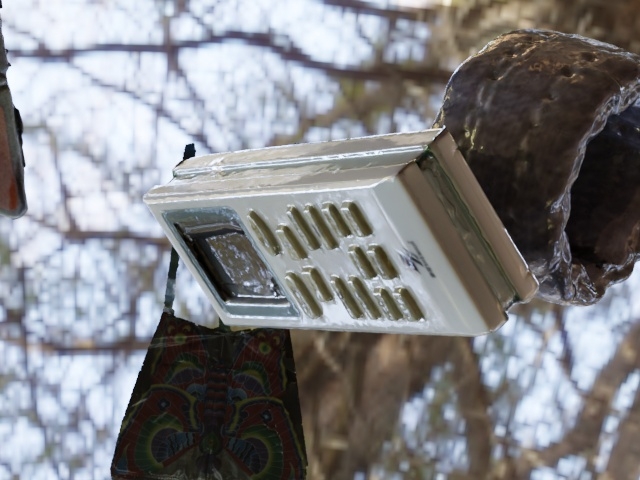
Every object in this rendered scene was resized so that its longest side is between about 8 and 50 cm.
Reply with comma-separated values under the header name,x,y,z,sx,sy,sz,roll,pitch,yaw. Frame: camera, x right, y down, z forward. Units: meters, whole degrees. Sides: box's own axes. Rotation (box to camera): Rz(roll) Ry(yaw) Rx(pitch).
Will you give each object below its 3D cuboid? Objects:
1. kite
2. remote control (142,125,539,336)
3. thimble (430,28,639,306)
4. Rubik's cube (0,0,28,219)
name,x,y,z,sx,sy,sz,roll,pitch,yaw
kite,-0.072,0.062,1.458,0.152,0.285,0.015,6,180,2
remote control,0.000,0.000,1.067,0.055,0.103,0.277,-41,-160,-27
thimble,0.132,-0.041,1.068,0.098,0.150,0.150,20,-138,36
Rubik's cube,-0.323,-0.164,1.315,0.233,0.228,0.228,3,-112,20
